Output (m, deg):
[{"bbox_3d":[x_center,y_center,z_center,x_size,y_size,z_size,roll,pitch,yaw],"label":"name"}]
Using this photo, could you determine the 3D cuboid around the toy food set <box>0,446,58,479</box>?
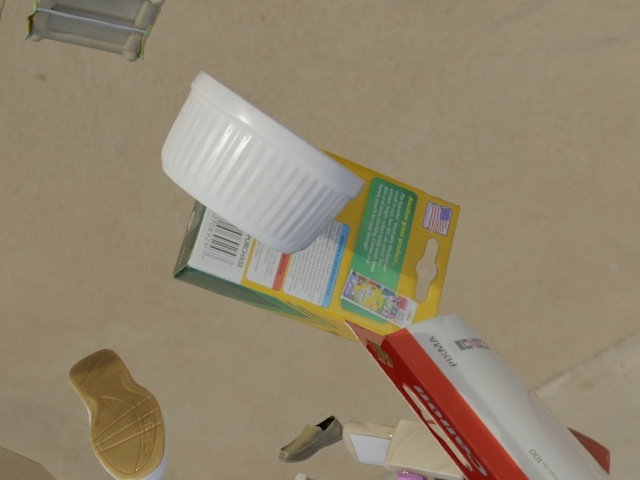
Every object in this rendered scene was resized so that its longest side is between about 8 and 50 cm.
[{"bbox_3d":[-0.402,0.357,1.390,0.092,0.220,0.306,-54,143,-7],"label":"toy food set"}]

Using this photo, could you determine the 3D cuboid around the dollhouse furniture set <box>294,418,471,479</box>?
[{"bbox_3d":[0.025,0.357,0.938,0.198,0.303,0.286,4,137,23],"label":"dollhouse furniture set"}]

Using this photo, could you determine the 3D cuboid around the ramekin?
[{"bbox_3d":[-0.068,-0.075,1.109,0.207,0.207,0.109,33,95,-32],"label":"ramekin"}]

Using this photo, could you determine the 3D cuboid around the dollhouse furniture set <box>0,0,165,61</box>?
[{"bbox_3d":[-0.347,-0.360,1.353,0.302,0.151,0.197,10,162,-19],"label":"dollhouse furniture set"}]

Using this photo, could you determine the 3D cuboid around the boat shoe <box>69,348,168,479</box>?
[{"bbox_3d":[-0.254,0.248,1.415,0.098,0.277,0.096,-27,123,-11],"label":"boat shoe"}]

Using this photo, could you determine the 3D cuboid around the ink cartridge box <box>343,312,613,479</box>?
[{"bbox_3d":[0.129,0.129,0.770,0.066,0.189,0.232,-41,153,4],"label":"ink cartridge box"}]

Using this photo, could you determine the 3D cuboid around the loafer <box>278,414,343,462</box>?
[{"bbox_3d":[-0.020,0.376,2.027,0.056,0.148,0.050,2,110,54],"label":"loafer"}]

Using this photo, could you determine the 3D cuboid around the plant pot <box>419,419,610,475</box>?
[{"bbox_3d":[0.263,0.394,1.609,0.267,0.267,0.236,-12,140,33],"label":"plant pot"}]

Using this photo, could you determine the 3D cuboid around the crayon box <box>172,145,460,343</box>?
[{"bbox_3d":[0.000,0.000,1.336,0.323,0.203,0.083,21,160,-17],"label":"crayon box"}]
